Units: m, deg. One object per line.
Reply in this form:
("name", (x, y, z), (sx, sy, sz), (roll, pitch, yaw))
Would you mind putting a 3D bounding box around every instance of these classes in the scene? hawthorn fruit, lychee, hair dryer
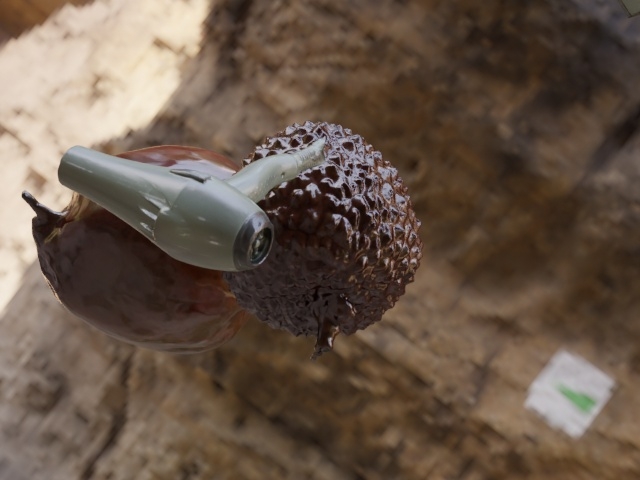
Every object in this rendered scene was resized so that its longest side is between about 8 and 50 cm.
("hawthorn fruit", (-0.229, 0.017, 2.364), (0.308, 0.324, 0.308), (44, -37, 46))
("lychee", (0.000, 0.000, 2.051), (0.264, 0.264, 0.300), (43, 37, -62))
("hair dryer", (-0.132, -0.064, 1.646), (0.229, 0.092, 0.267), (14, 27, 9))

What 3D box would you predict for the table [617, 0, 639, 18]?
("table", (0.390, -0.419, 2.094), (0.111, 0.122, 0.240), (-15, -51, 39))
